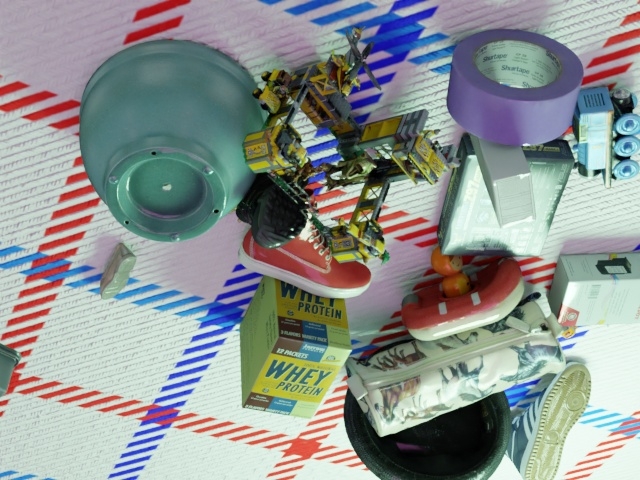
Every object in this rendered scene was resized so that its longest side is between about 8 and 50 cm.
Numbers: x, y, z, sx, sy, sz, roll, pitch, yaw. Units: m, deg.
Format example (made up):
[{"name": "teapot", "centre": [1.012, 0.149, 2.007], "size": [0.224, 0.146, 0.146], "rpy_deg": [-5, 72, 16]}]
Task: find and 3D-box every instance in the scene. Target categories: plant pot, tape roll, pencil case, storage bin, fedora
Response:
[{"name": "plant pot", "centre": [-0.224, -0.122, 1.448], "size": [0.293, 0.196, 0.293], "rpy_deg": [-1, 130, -2]}, {"name": "tape roll", "centre": [0.281, -0.226, 1.420], "size": [0.189, 0.189, 0.080], "rpy_deg": [-2, 133, -4]}, {"name": "pencil case", "centre": [0.247, 0.233, 1.814], "size": [0.410, 0.160, 0.183], "rpy_deg": [-18, 147, -6]}, {"name": "storage bin", "centre": [-0.647, 0.266, 1.852], "size": [0.135, 0.091, 0.098], "rpy_deg": [-39, 126, 26]}, {"name": "fedora", "centre": [0.207, 0.359, 1.955], "size": [0.334, 0.334, 0.152], "rpy_deg": [-3, 166, -3]}]

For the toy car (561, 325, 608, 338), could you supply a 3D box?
[{"name": "toy car", "centre": [0.517, 0.159, 1.909], "size": [0.122, 0.040, 0.060], "rpy_deg": [-22, 131, 15]}]

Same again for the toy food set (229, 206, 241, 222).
[{"name": "toy food set", "centre": [-0.170, -0.081, 1.628], "size": [0.122, 0.019, 0.078], "rpy_deg": [30, 124, -20]}]

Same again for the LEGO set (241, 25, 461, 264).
[{"name": "LEGO set", "centre": [0.064, -0.130, 1.440], "size": [0.192, 0.255, 0.331], "rpy_deg": [-10, 128, 41]}]

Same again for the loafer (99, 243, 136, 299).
[{"name": "loafer", "centre": [-0.363, 0.055, 1.726], "size": [0.045, 0.039, 0.125], "rpy_deg": [-11, 148, -44]}]

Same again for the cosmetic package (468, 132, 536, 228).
[{"name": "cosmetic package", "centre": [0.268, -0.136, 1.468], "size": [0.060, 0.239, 0.099], "rpy_deg": [-12, 133, 4]}]

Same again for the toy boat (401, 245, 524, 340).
[{"name": "toy boat", "centre": [0.246, 0.076, 1.757], "size": [0.231, 0.151, 0.151], "rpy_deg": [-18, 103, 11]}]

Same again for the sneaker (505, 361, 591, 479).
[{"name": "sneaker", "centre": [0.473, 0.372, 2.081], "size": [0.099, 0.153, 0.282], "rpy_deg": [17, 99, -17]}]

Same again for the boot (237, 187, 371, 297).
[{"name": "boot", "centre": [0.000, 0.000, 1.677], "size": [0.244, 0.088, 0.176], "rpy_deg": [17, 128, -16]}]

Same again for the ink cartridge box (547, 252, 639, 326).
[{"name": "ink cartridge box", "centre": [0.530, 0.093, 1.826], "size": [0.175, 0.072, 0.127], "rpy_deg": [-2, 133, -5]}]

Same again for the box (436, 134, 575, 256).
[{"name": "box", "centre": [0.310, -0.071, 1.658], "size": [0.183, 0.059, 0.232], "rpy_deg": [1, 134, -7]}]

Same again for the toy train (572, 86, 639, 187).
[{"name": "toy train", "centre": [0.461, -0.167, 1.576], "size": [0.105, 0.080, 0.184], "rpy_deg": [-4, 136, 10]}]

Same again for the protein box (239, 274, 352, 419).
[{"name": "protein box", "centre": [-0.051, 0.176, 1.755], "size": [0.136, 0.199, 0.201], "rpy_deg": [12, 130, -18]}]

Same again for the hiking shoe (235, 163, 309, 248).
[{"name": "hiking shoe", "centre": [-0.082, -0.045, 1.527], "size": [0.086, 0.227, 0.114], "rpy_deg": [42, 120, -19]}]
